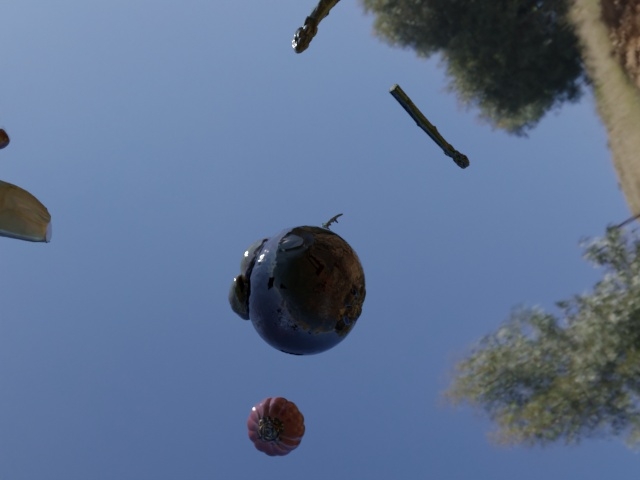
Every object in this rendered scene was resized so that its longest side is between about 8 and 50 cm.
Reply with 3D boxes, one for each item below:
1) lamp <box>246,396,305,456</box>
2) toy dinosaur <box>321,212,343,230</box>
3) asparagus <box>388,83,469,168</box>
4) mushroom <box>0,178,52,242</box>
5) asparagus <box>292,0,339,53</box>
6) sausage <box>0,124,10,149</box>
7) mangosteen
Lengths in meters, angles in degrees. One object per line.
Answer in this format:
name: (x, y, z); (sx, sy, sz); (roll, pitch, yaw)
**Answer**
lamp: (-0.080, 0.335, 1.345); (0.107, 0.107, 0.092); (54, -168, 9)
toy dinosaur: (-0.002, -0.001, 1.718); (0.209, 0.039, 0.082); (-52, -41, -42)
asparagus: (0.120, -0.122, 0.815); (0.127, 0.018, 0.015); (42, -116, -20)
mushroom: (-0.345, -0.033, 0.658); (0.209, 0.071, 0.084); (6, -172, -9)
asparagus: (0.011, -0.315, 1.001); (0.236, 0.034, 0.027); (-58, -39, -36)
sausage: (-0.590, -0.188, 1.365); (0.039, 0.131, 0.041); (-26, -70, -17)
mangosteen: (-0.031, 0.072, 1.123); (0.210, 0.210, 0.210); (26, -138, -26)
